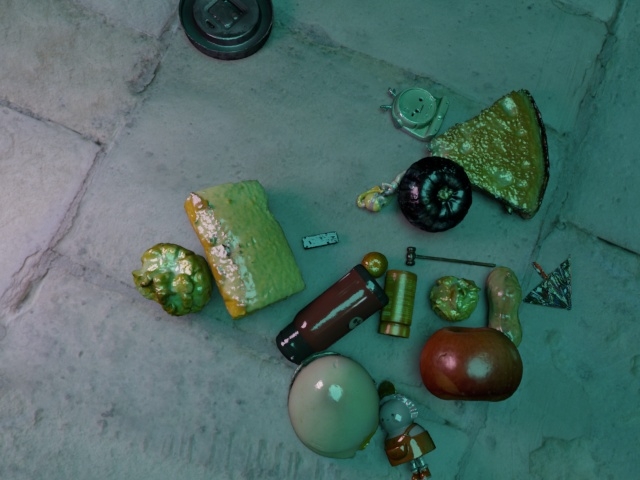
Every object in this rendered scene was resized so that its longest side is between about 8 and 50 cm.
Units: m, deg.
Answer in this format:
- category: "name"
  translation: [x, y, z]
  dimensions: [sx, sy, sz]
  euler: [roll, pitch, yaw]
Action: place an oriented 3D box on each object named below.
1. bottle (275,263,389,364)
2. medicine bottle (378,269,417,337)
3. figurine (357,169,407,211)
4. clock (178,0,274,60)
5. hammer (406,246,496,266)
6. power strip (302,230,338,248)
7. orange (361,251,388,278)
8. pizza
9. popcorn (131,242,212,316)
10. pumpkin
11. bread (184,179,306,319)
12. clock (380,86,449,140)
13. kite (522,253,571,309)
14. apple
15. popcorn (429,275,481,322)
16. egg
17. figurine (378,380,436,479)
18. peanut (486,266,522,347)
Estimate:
- category: "bottle"
  translation: [0.026, 0.219, 1.387]
  dimensions: [0.336, 0.144, 0.144]
  euler: [-37, 84, -2]
- category: "medicine bottle"
  translation: [0.230, 0.189, 1.447]
  dimensions: [0.096, 0.096, 0.192]
  euler: [11, 78, -3]
- category: "figurine"
  translation: [0.202, -0.157, 1.532]
  dimensions: [0.187, 0.083, 0.083]
  euler: [-42, 85, -5]
- category: "clock"
  translation: [-0.307, -0.744, 1.605]
  dimensions: [0.312, 0.061, 0.312]
  euler: [1, 78, -5]
- category: "hammer"
  translation: [0.412, 0.065, 1.528]
  dimensions: [0.292, 0.029, 0.058]
  euler: [7, 79, -6]
- category: "power strip"
  translation: [0.000, 0.000, 1.497]
  dimensions: [0.111, 0.029, 0.038]
  euler: [-10, 80, -5]
- category: "orange"
  translation: [0.164, 0.074, 1.477]
  dimensions: [0.083, 0.070, 0.083]
  euler: [0, 92, 3]
- category: "pizza"
  translation: [0.608, -0.257, 1.585]
  dimensions: [0.435, 0.080, 0.392]
  euler: [-32, 83, -10]
- category: "popcorn"
  translation: [-0.402, 0.109, 1.350]
  dimensions: [0.221, 0.204, 0.184]
  euler: [25, 56, 25]
- category: "pumpkin"
  translation: [0.350, -0.141, 1.479]
  dimensions: [0.233, 0.163, 0.233]
  euler: [-1, 95, -13]
- category: "bread"
  translation: [-0.220, 0.018, 1.380]
  dimensions: [0.236, 0.165, 0.375]
  euler: [-16, 78, -37]
- category: "clock"
  translation: [0.305, -0.431, 1.598]
  dimensions: [0.211, 0.066, 0.159]
  euler: [22, 76, 0]
- category: "kite"
  translation: [0.742, 0.141, 1.550]
  dimensions: [0.232, 0.009, 0.189]
  euler: [-36, 83, -12]
- category: "apple"
  translation: [0.417, 0.343, 1.354]
  dimensions: [0.272, 0.251, 0.206]
  euler: [-4, 77, 25]
- category: "popcorn"
  translation: [0.400, 0.177, 1.459]
  dimensions: [0.141, 0.162, 0.135]
  euler: [13, 113, 20]
- category: "egg"
  translation: [0.030, 0.459, 1.328]
  dimensions: [0.264, 0.174, 0.286]
  euler: [4, 83, 5]
- category: "figurine"
  translation: [0.235, 0.535, 1.370]
  dimensions: [0.143, 0.143, 0.271]
  euler: [-7, 55, -7]
- category: "peanut"
  translation: [0.555, 0.208, 1.468]
  dimensions: [0.101, 0.117, 0.263]
  euler: [1, 80, 15]
